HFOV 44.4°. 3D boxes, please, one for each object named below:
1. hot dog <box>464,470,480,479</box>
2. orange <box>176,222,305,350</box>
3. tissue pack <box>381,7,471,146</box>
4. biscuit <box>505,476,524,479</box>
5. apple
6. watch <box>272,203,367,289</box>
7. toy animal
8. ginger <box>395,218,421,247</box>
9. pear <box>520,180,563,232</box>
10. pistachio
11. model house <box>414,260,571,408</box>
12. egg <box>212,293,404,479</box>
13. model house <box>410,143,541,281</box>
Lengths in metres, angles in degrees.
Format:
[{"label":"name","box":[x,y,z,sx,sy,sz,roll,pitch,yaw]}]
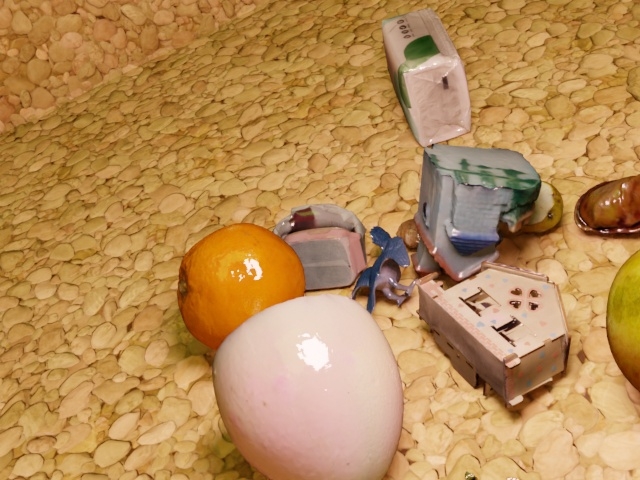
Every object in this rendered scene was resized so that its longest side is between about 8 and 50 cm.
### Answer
[{"label":"hot dog","box":[0.267,0.503,1.381,0.055,0.072,0.188,22,50,-4]},{"label":"orange","box":[-0.185,0.112,1.819,0.311,0.312,0.312,-12,41,10]},{"label":"tissue pack","box":[0.309,-0.485,2.312,0.193,0.266,0.357,-16,39,5]},{"label":"biscuit","box":[0.373,0.512,1.344,0.212,0.041,0.239,-25,40,4]},{"label":"apple","box":[0.680,0.140,1.395,0.339,0.340,0.340,-12,41,10]},{"label":"watch","box":[0.000,0.000,2.009,0.253,0.162,0.241,-4,30,14]},{"label":"toy animal","box":[0.139,0.076,1.838,0.176,0.239,0.255,41,40,7]},{"label":"ginger","box":[0.249,-0.033,1.990,0.096,0.067,0.165,4,33,26]},{"label":"pear","box":[0.517,-0.073,1.890,0.141,0.104,0.141,-17,55,27]},{"label":"pistachio","box":[0.689,-0.083,1.812,0.210,0.131,0.165,-23,42,10]},{"label":"model house","box":[0.384,0.173,1.639,0.244,0.169,0.326,-26,41,-18]},{"label":"egg","box":[-0.002,0.329,1.484,0.354,0.355,0.340,-23,55,-3]},{"label":"model house","box":[0.335,-0.025,1.788,0.251,0.330,0.295,8,25,-10]}]
